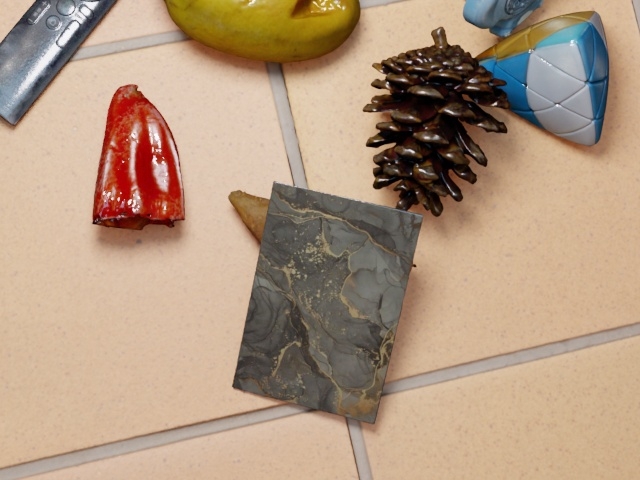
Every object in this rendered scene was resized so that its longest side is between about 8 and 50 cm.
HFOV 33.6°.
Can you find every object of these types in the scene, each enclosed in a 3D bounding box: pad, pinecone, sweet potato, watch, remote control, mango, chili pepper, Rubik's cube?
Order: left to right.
[{"bbox_3d":[-0.438,-0.370,1.777,0.107,0.044,0.378,38,83,-4],"label":"remote control"},{"bbox_3d":[-0.293,-0.137,1.741,0.144,0.136,0.253,-5,76,21],"label":"chili pepper"},{"bbox_3d":[-0.107,-0.424,1.756,0.364,0.182,0.253,19,81,-14],"label":"mango"},{"bbox_3d":[-0.001,0.002,1.744,0.336,0.131,0.131,34,82,-3],"label":"sweet potato"},{"bbox_3d":[0.008,0.105,1.706,0.247,0.007,0.368,14,107,3],"label":"pad"},{"bbox_3d":[0.189,-0.190,1.739,0.243,0.244,0.309,13,99,-4],"label":"pinecone"},{"bbox_3d":[0.278,-0.469,1.795,0.211,0.211,0.193,-41,68,-8],"label":"watch"},{"bbox_3d":[0.432,-0.284,1.813,0.254,0.254,0.255,1,84,-5],"label":"Rubik's cube"}]
